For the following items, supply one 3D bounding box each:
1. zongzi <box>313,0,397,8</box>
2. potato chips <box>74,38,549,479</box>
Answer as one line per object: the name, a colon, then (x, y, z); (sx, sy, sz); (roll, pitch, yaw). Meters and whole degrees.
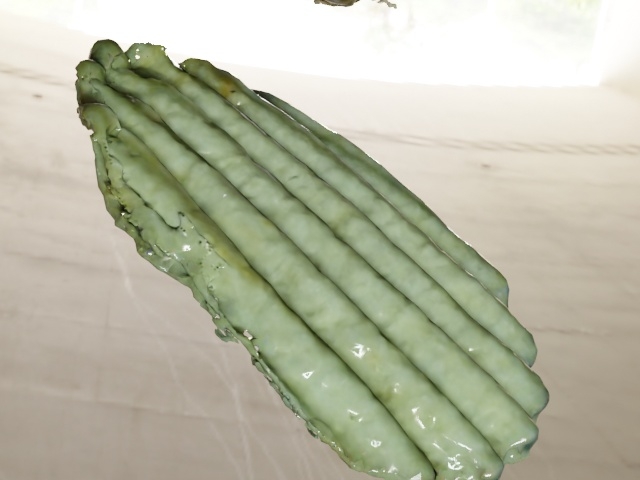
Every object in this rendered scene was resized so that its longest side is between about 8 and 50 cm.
zongzi: (-0.027, -0.371, 1.094); (0.111, 0.241, 0.247); (-25, -140, -33)
potato chips: (0.000, 0.000, 0.809); (0.429, 0.070, 0.358); (43, -155, 9)
